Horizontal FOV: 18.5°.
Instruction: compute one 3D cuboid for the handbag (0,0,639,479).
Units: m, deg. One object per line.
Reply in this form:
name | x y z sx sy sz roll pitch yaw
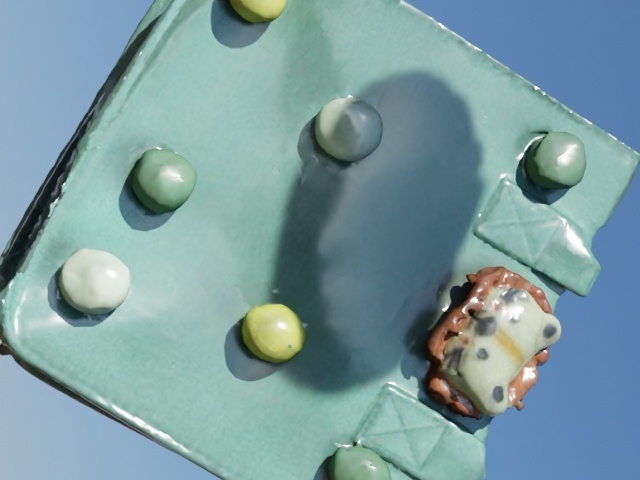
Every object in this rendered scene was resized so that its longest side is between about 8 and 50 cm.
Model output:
handbag | -0.001 -0.002 1.012 0.274 0.269 0.100 32 -9 -6
